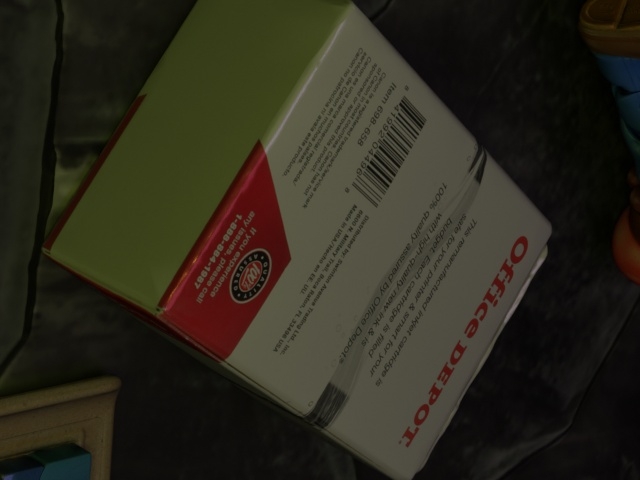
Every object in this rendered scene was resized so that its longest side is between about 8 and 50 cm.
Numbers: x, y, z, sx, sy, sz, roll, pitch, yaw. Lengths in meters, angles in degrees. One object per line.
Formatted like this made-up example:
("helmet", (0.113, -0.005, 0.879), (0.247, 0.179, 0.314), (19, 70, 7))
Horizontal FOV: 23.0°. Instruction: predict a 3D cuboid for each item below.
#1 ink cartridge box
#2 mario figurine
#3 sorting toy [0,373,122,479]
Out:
("ink cartridge box", (0.000, 0.000, 0.938), (0.197, 0.114, 0.273), (-59, 138, -9))
("mario figurine", (0.295, -0.082, 1.170), (0.198, 0.170, 0.321), (-48, 135, -22))
("sorting toy", (-0.235, 0.201, 0.844), (0.307, 0.041, 0.229), (-9, 115, -44))
